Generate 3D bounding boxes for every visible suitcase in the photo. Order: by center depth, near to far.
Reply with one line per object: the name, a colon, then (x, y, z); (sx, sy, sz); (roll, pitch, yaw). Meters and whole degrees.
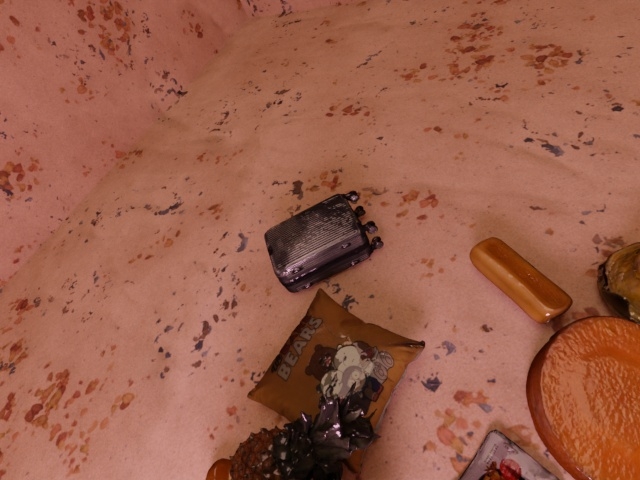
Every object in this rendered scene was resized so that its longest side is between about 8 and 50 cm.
suitcase: (0.000, 0.000, 1.192); (0.312, 0.128, 0.202); (-27, 47, 4)

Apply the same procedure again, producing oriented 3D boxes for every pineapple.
pineapple: (-0.026, 0.394, 0.775); (0.364, 0.165, 0.166); (-40, 39, 32)

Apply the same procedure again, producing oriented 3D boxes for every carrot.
carrot: (0.513, 0.292, 0.747); (0.258, 0.100, 0.307); (-6, 59, 19)

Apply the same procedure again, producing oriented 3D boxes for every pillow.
pillow: (0.030, 0.293, 0.941); (0.312, 0.119, 0.310); (23, 74, 33)

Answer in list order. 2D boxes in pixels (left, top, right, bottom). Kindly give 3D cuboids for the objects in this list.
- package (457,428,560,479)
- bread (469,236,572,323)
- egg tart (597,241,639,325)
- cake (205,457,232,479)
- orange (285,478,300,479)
package: (0.360, 0.458, 0.714); (0.239, 0.030, 0.154); (29, 68, 40)
bread: (0.442, 0.090, 0.946); (0.092, 0.074, 0.239); (-23, 46, -15)
egg tart: (0.686, 0.077, 0.825); (0.240, 0.106, 0.241); (-16, 44, 16)
cake: (-0.211, 0.525, 0.921); (0.084, 0.044, 0.084); (-14, 50, 17)
orange: (-0.057, 0.539, 0.646); (0.329, 0.329, 0.249); (-12, 27, 16)
